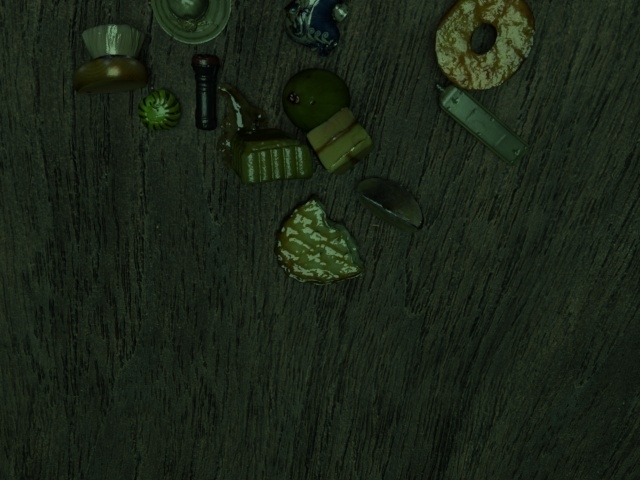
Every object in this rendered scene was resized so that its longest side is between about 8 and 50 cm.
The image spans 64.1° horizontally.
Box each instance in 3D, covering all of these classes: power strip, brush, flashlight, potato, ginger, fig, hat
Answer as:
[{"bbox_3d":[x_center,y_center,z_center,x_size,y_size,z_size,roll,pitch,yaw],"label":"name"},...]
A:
[{"bbox_3d":[0.518,-0.388,1.667,0.388,0.066,0.092,35,108,-14],"label":"power strip"},{"bbox_3d":[-0.662,-0.548,1.566,0.267,0.174,0.166,-6,96,21],"label":"brush"},{"bbox_3d":[-0.366,-0.470,1.630,0.093,0.093,0.231,5,116,-2],"label":"flashlight"},{"bbox_3d":[0.242,-0.125,1.763,0.261,0.100,0.120,32,68,4],"label":"potato"},{"bbox_3d":[-0.259,-0.343,1.677,0.166,0.080,0.332,-3,110,-18],"label":"ginger"},{"bbox_3d":[-0.022,-0.425,1.571,0.203,0.225,0.202,7,107,23],"label":"fig"},{"bbox_3d":[-0.396,-0.718,1.521,0.252,0.110,0.251,0,110,1],"label":"hat"}]

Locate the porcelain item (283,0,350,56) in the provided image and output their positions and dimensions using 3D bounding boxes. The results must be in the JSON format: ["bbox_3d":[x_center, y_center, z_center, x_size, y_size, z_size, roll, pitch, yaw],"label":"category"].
[{"bbox_3d":[0.020,-0.703,1.516,0.186,0.138,0.288,31,109,-22],"label":"porcelain item"}]

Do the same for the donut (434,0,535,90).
[{"bbox_3d":[0.486,-0.611,1.556,0.303,0.110,0.302,0,108,0],"label":"donut"}]

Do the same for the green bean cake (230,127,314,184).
[{"bbox_3d":[-0.152,-0.266,1.572,0.233,0.236,0.124,-7,114,-18],"label":"green bean cake"}]

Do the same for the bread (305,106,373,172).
[{"bbox_3d":[0.101,-0.262,1.592,0.168,0.163,0.264,-38,146,12],"label":"bread"}]

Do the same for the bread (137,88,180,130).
[{"bbox_3d":[-0.523,-0.419,1.652,0.139,0.071,0.129,-11,114,4],"label":"bread"}]

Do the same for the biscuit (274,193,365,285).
[{"bbox_3d":[0.000,0.000,1.804,0.330,0.078,0.334,3,110,2],"label":"biscuit"}]
